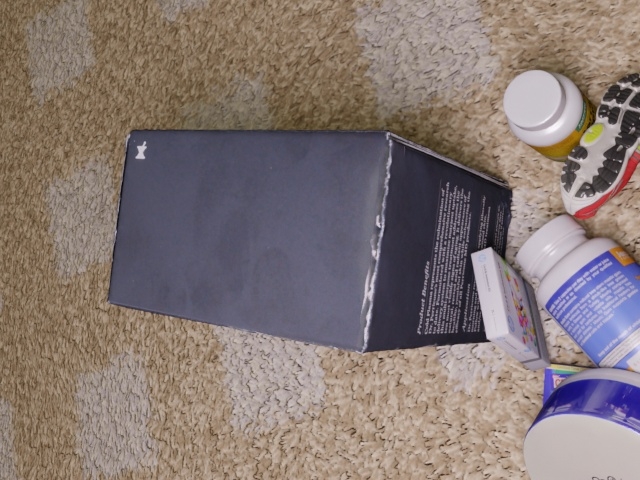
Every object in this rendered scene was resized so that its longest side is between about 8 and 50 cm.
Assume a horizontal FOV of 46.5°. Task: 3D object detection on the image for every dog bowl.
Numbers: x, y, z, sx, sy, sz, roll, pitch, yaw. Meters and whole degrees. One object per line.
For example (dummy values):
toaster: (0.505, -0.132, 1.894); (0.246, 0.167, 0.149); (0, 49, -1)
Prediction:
dog bowl: (0.429, 0.317, 1.053); (0.265, 0.104, 0.265); (26, 135, 30)

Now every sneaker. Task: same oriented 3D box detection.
sneaker: (0.466, -0.150, 1.166); (0.107, 0.118, 0.279); (38, 80, 30)

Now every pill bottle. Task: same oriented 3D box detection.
pill bottle: (0.364, -0.198, 1.178); (0.117, 0.208, 0.117); (-5, 81, 32)
pill bottle: (0.430, 0.092, 1.133); (0.152, 0.152, 0.272); (-47, 63, 19)

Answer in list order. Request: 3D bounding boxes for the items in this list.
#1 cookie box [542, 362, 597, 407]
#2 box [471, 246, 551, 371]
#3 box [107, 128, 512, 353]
cookie box: (0.407, 0.254, 1.193); (0.092, 0.040, 0.107); (1, 83, 34)
box: (0.301, 0.111, 1.173); (0.038, 0.186, 0.145); (-22, 55, 28)
box: (0.000, 0.000, 1.230); (0.480, 0.472, 0.297); (6, 87, 34)
